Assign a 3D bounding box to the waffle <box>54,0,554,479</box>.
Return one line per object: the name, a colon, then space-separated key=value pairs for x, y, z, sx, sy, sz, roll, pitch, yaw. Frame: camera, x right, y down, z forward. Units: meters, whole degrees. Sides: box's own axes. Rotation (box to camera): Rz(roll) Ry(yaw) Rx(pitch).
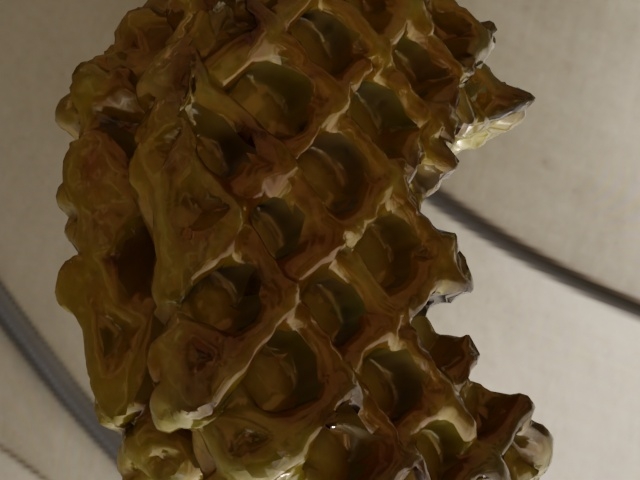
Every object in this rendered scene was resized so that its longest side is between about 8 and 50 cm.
waffle: x=0.000 y=0.000 z=0.738 sx=0.261 sy=0.151 sz=0.324 roll=18 pitch=-119 yaw=-45
